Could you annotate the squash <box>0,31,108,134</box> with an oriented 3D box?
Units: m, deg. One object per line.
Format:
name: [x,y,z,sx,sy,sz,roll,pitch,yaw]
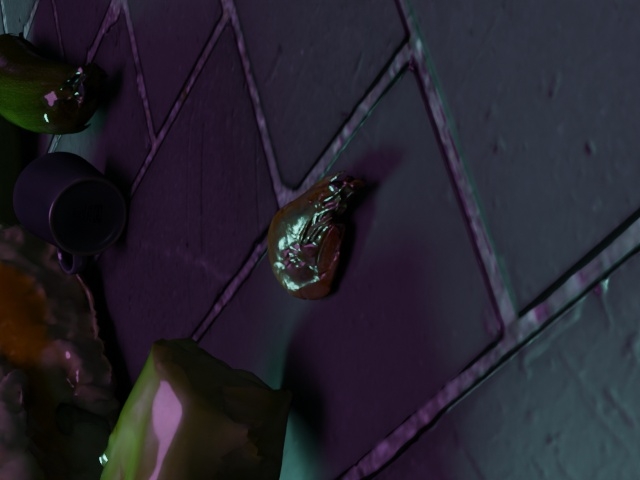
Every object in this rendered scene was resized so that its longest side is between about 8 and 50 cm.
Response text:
squash: [-0.271,-0.146,1.120,0.318,0.071,0.080,28,113,59]

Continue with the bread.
bread: [-0.347,0.211,1.060,0.394,0.250,0.361,-63,37,39]

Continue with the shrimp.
shrimp: [0.000,0.000,0.668,0.108,0.023,0.059,-33,70,56]

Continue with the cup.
cup: [-0.206,-0.017,0.997,0.077,0.078,0.100,28,123,54]

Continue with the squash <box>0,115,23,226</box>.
squash: [-0.373,0.009,1.267,0.118,0.118,0.371,26,116,59]

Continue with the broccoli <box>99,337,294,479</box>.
broccoli: [-0.152,0.270,0.735,0.353,0.275,0.397,-10,85,17]
